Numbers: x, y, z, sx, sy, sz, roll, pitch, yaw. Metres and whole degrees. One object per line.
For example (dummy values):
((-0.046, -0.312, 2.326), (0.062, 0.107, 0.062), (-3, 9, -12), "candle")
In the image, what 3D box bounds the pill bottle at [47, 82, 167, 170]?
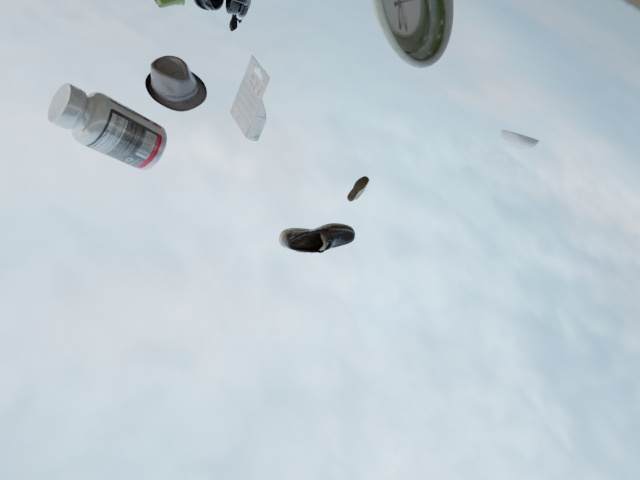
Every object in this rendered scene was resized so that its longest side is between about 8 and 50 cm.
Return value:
((-0.680, -0.365, 1.342), (0.319, 0.176, 0.176), (26, -149, -53), "pill bottle")

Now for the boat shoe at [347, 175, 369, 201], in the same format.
((0.168, -0.225, 1.797), (0.050, 0.135, 0.045), (52, -150, 17), "boat shoe")

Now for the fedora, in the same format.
((-0.633, -0.702, 1.798), (0.244, 0.124, 0.275), (-36, -108, -26), "fedora")

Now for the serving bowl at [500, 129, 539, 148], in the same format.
((0.440, -0.222, 0.924), (0.084, 0.027, 0.083), (15, -162, -5), "serving bowl")

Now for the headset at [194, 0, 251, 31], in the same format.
((-0.404, -0.984, 1.721), (0.244, 0.185, 0.394), (11, -157, -2), "headset")

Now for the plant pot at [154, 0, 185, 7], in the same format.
((-0.503, -0.804, 1.361), (0.079, 0.083, 0.083), (-39, -106, -24), "plant pot")

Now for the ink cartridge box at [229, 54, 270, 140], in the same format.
((-0.225, -0.483, 1.411), (0.056, 0.224, 0.181), (4, -139, -39), "ink cartridge box")

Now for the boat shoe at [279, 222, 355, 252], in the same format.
((0.000, 0.000, 1.466), (0.286, 0.102, 0.092), (-2, -155, -22), "boat shoe")

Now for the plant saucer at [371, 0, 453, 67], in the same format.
((0.259, -0.724, 1.247), (0.401, 0.400, 0.101), (-17, -162, -41), "plant saucer")
